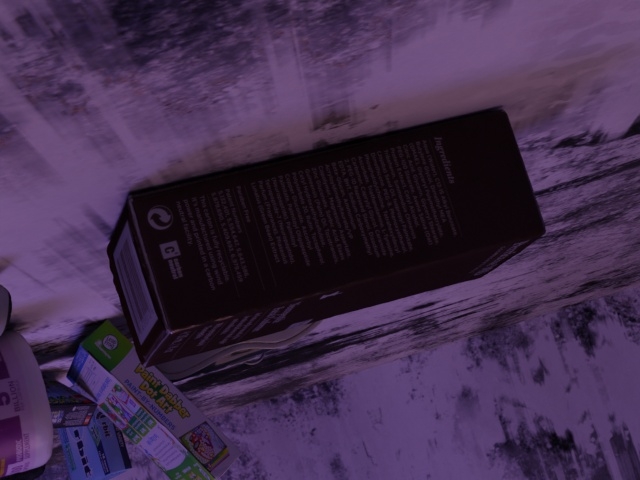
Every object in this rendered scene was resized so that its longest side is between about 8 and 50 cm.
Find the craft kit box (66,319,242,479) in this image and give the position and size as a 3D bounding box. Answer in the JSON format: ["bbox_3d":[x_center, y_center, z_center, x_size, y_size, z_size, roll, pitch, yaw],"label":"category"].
[{"bbox_3d":[-0.228,0.230,2.068,0.061,0.246,0.250,-42,179,-19],"label":"craft kit box"}]

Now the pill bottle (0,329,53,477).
[{"bbox_3d":[-0.472,0.214,1.769,0.301,0.169,0.169,-14,169,-23],"label":"pill bottle"}]

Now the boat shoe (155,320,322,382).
[{"bbox_3d":[-0.111,0.124,2.064,0.254,0.095,0.079,-26,176,-11],"label":"boat shoe"}]

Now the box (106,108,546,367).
[{"bbox_3d":[0.000,0.000,1.498,0.381,0.143,0.191,-16,170,-17],"label":"box"}]

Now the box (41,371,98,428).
[{"bbox_3d":[-0.394,0.210,2.059,0.114,0.036,0.207,26,-175,19],"label":"box"}]

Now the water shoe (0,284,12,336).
[{"bbox_3d":[-0.387,0.084,1.549,0.080,0.073,0.203,19,144,-36],"label":"water shoe"}]

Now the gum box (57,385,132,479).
[{"bbox_3d":[-0.370,0.310,2.482,0.041,0.157,0.184,-10,168,-31],"label":"gum box"}]

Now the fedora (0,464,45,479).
[{"bbox_3d":[-0.520,0.310,2.247,0.334,0.152,0.334,-17,170,-3],"label":"fedora"}]
